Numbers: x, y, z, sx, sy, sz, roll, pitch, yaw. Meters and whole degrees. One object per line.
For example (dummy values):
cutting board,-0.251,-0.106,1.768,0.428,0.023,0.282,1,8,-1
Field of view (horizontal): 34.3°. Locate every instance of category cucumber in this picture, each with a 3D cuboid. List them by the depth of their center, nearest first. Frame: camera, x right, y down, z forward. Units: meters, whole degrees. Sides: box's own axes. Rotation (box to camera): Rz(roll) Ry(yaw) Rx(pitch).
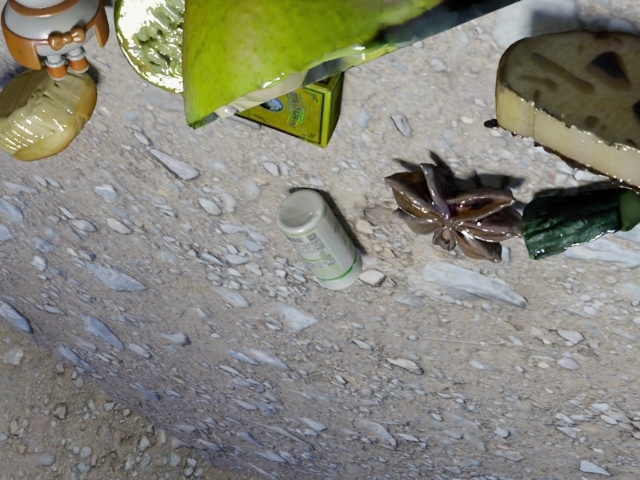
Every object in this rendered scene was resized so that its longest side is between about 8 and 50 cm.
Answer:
cucumber,0.334,-0.026,1.382,0.115,0.086,0.193,-14,-178,-41

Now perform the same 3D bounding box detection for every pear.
pear,0.019,-0.248,0.973,0.399,0.399,0.165,-12,103,51

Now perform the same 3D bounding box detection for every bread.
bread,-0.437,-0.199,1.622,0.106,0.140,0.236,35,156,-31

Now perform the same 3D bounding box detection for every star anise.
star anise,0.193,-0.036,1.487,0.212,0.073,0.197,20,151,13

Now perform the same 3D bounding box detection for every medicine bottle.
medicine bottle,0.000,0.000,1.706,0.086,0.086,0.183,8,151,30

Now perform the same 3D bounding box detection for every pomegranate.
pomegranate,-0.124,-0.291,1.177,0.190,0.159,0.241,23,128,-19

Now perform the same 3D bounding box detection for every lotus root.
lotus root,0.306,-0.140,1.076,0.260,0.170,0.074,23,150,25

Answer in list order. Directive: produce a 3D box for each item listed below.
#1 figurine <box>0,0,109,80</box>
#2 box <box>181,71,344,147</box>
figurine,-0.350,-0.312,1.332,0.143,0.143,0.271,22,156,2
box,-0.080,-0.215,1.379,0.220,0.064,0.141,19,154,6
